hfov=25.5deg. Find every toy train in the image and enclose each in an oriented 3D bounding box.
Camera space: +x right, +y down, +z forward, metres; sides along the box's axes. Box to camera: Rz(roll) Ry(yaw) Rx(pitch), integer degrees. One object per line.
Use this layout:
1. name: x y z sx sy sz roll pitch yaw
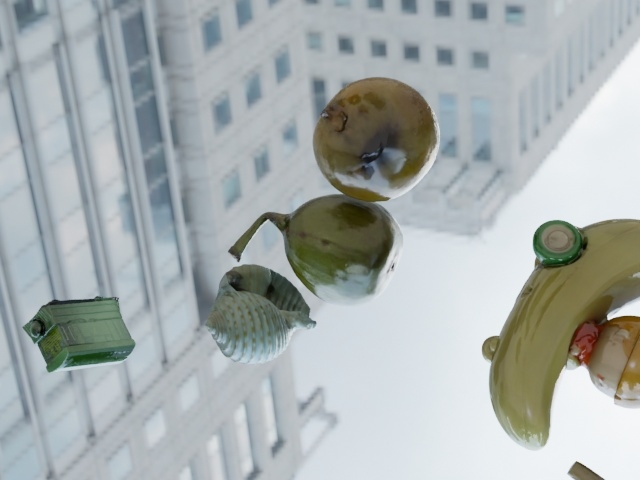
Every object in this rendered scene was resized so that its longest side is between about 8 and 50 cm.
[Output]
1. toy train: -0.196 0.077 1.169 0.093 0.038 0.056 -3 -124 -52

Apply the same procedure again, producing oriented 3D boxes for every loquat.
1. loquat: 0.067 -0.119 1.679 0.163 0.163 0.137 -25 -150 -30

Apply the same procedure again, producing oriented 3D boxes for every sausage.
1. sausage: 0.341 0.298 1.616 0.132 0.024 0.024 36 -137 11

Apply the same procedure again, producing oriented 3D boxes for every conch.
1. conch: -0.090 0.099 1.857 0.102 0.135 0.153 -31 158 27

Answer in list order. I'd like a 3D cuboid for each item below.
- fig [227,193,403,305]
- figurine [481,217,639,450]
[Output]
1. fig: 0.012 0.002 1.767 0.186 0.148 0.142 35 -160 28
2. figurine: 0.320 0.112 1.655 0.222 0.124 0.324 25 -116 17
